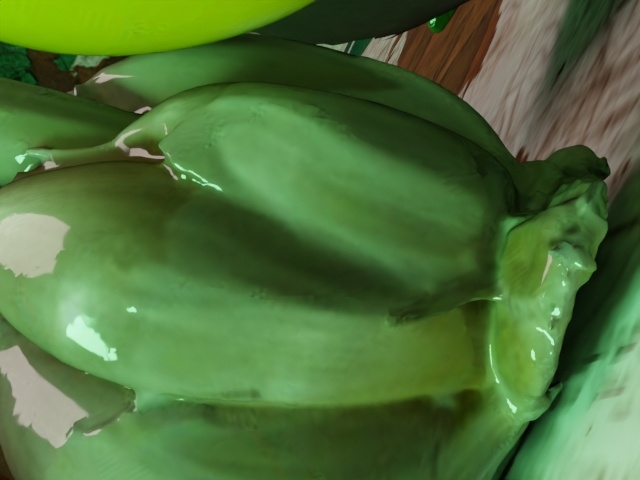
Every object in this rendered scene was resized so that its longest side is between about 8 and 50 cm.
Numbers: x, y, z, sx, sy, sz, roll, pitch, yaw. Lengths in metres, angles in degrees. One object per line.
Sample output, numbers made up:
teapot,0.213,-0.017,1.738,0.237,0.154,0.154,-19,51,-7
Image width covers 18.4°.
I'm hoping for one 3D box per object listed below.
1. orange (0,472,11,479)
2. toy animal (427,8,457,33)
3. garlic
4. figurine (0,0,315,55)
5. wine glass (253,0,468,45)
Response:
orange,-0.140,0.146,0.424,0.240,0.240,0.240,-63,4,8
toy animal,0.105,-0.220,1.089,0.075,0.041,0.217,-72,5,-57
garlic,-0.039,0.012,0.426,0.131,0.194,0.127,-86,12,-66
figurine,-0.018,-0.167,0.327,0.344,0.187,0.215,141,127,-62
wine glass,0.039,-0.219,0.577,0.323,0.238,0.238,-52,12,49
